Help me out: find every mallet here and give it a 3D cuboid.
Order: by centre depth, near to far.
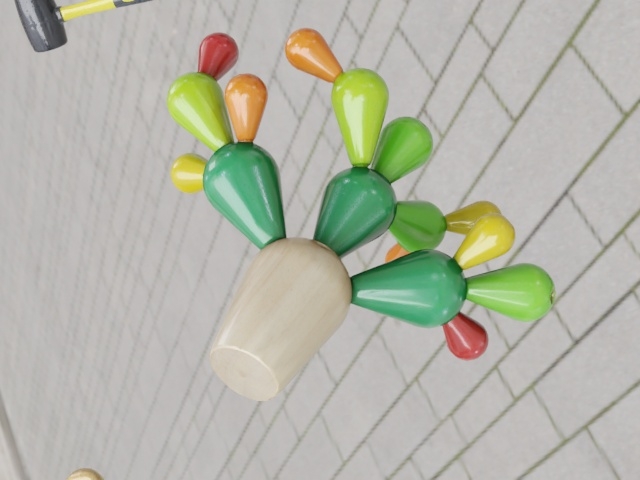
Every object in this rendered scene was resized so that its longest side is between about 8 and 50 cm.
[{"bbox_3d":[-0.211,-0.241,0.938,0.039,0.189,0.062,-76,-34,-61],"label":"mallet"}]

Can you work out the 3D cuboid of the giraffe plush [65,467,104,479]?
[{"bbox_3d":[-0.178,0.251,0.614,0.181,0.170,0.210,52,-163,-23],"label":"giraffe plush"}]

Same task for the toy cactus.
[{"bbox_3d":[0.000,0.000,0.463,0.219,0.180,0.112,38,141,-4],"label":"toy cactus"}]
